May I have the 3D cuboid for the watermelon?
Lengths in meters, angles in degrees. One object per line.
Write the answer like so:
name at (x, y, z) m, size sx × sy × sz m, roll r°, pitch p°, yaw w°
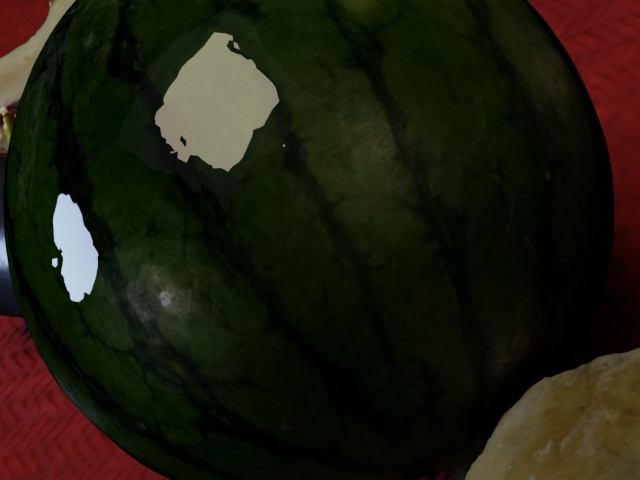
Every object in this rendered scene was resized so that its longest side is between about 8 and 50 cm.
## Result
watermelon at (0.000, 0.000, 0.463) m, size 0.188 × 0.188 × 0.215 m, roll -31°, pitch 73°, yaw 10°

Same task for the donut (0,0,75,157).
donut at (-0.140, -0.070, 0.738) m, size 0.166 × 0.065 × 0.108 m, roll -21°, pitch 41°, yaw 21°

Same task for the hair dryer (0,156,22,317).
hair dryer at (-0.076, -0.063, 0.652) m, size 0.124 × 0.071 × 0.219 m, roll 6°, pitch 65°, yaw 39°

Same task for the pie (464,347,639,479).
pie at (0.134, 0.083, 0.326) m, size 0.218 × 0.052 × 0.185 m, roll -12°, pitch 35°, yaw 5°
